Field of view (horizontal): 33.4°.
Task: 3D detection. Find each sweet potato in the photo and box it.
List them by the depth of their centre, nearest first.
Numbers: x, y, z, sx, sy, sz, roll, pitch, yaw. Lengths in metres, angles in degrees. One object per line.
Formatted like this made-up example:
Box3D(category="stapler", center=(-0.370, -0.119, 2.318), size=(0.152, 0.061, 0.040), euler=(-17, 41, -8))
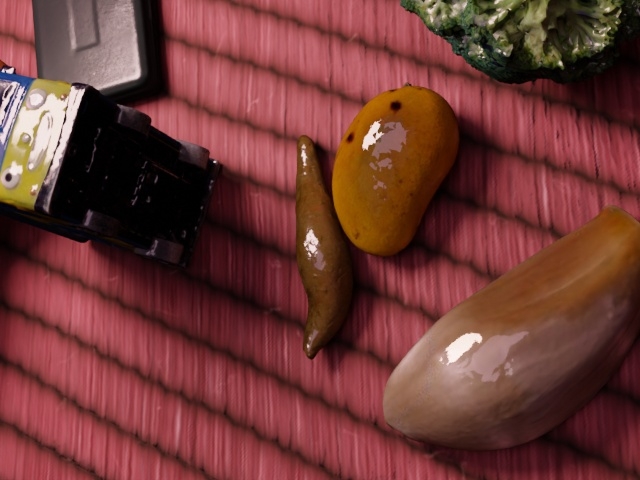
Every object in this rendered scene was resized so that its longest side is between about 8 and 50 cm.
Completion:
Box3D(category="sweet potato", center=(0.000, -0.002, 1.120), size=(0.059, 0.069, 0.250), euler=(-2, 74, -15))

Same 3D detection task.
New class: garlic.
Box3D(category="garlic", center=(0.200, 0.094, 1.006), size=(0.318, 0.112, 0.143), euler=(-37, 64, -1))

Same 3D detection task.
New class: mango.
Box3D(category="mango", center=(0.071, -0.076, 1.098), size=(0.115, 0.090, 0.178), euler=(30, 98, 18))

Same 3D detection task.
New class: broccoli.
Box3D(category="broccoli", center=(0.212, -0.279, 1.008), size=(0.294, 0.245, 0.265), euler=(-11, 53, -5))

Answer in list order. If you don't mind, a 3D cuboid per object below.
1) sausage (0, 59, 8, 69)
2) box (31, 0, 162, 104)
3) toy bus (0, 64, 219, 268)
Box3D(category="sausage", center=(-0.380, -0.150, 1.305), size=(0.076, 0.076, 0.197), euler=(-41, 65, 9))
Box3D(category="box", center=(-0.277, -0.269, 1.302), size=(0.160, 0.050, 0.230), euler=(-14, 73, 18))
Box3D(category="toy bus", center=(-0.243, -0.072, 1.114), size=(0.175, 0.287, 0.138), euler=(14, 84, 23))
